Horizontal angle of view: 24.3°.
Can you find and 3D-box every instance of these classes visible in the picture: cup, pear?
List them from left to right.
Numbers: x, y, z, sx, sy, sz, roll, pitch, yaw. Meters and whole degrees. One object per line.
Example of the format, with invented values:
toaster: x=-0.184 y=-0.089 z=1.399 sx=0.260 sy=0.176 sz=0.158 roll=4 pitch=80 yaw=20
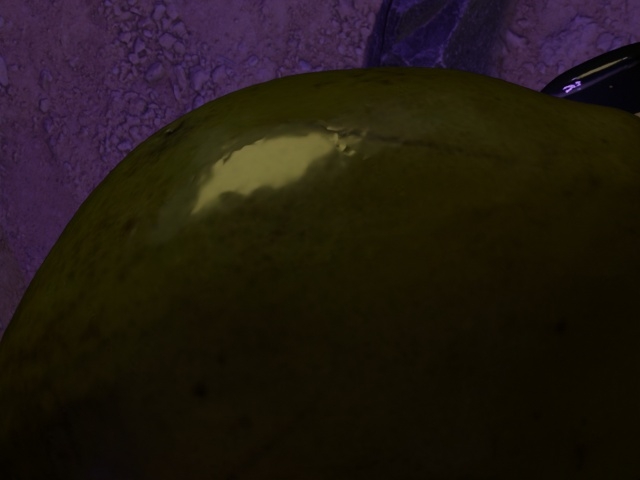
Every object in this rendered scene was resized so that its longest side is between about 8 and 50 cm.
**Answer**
pear: x=0.012 y=0.043 z=0.520 sx=0.269 sy=0.212 sz=0.212 roll=-16 pitch=3 yaw=8
cup: x=0.340 y=-0.119 z=1.553 sx=0.223 sy=0.176 sz=0.169 roll=-25 pitch=-1 yaw=-20

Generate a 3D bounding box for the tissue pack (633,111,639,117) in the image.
tissue pack: x=0.170 y=-0.008 z=1.198 sx=0.242 sy=0.125 sz=0.344 roll=-24 pitch=2 yaw=-18
